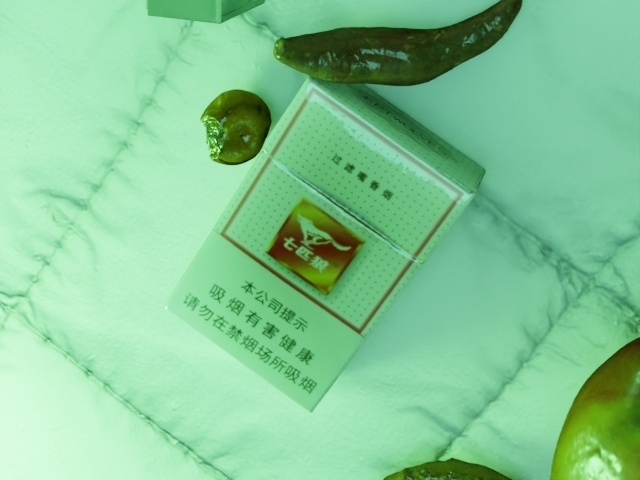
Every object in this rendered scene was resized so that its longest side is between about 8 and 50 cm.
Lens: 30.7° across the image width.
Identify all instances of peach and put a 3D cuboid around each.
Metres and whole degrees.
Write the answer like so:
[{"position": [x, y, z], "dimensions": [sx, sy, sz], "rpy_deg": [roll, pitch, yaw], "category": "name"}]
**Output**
[{"position": [0.379, 0.251, 1.148], "dimensions": [0.307, 0.308, 0.332], "rpy_deg": [-1, 126, 18], "category": "peach"}]

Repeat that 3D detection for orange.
[{"position": [-0.093, -0.126, 1.267], "dimensions": [0.086, 0.062, 0.086], "rpy_deg": [-14, 129, -17], "category": "orange"}]

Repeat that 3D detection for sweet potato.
[{"position": [0.080, -0.192, 1.167], "dimensions": [0.255, 0.058, 0.078], "rpy_deg": [-10, 121, -2], "category": "sweet potato"}]

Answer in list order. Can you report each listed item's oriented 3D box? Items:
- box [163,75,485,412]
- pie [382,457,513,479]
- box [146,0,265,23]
[{"position": [0.000, -0.001, 1.271], "dimensions": [0.210, 0.095, 0.330], "rpy_deg": [36, 115, 1], "category": "box"}, {"position": [0.161, 0.376, 1.377], "dimensions": [0.273, 0.069, 0.273], "rpy_deg": [6, 110, 16], "category": "pie"}, {"position": [-0.112, -0.341, 1.152], "dimensions": [0.086, 0.129, 0.225], "rpy_deg": [10, 113, 15], "category": "box"}]
